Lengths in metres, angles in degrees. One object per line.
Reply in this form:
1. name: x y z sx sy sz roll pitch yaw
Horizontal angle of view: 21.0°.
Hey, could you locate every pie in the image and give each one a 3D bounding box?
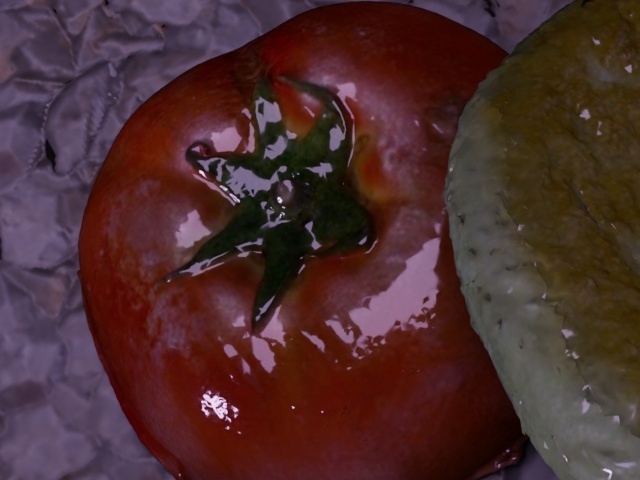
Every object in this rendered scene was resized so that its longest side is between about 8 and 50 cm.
1. pie: 0.191 0.006 0.588 0.323 0.070 0.323 1 47 -1

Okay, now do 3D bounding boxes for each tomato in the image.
1. tomato: 0.001 -0.001 0.675 0.225 0.085 0.225 -4 66 10
